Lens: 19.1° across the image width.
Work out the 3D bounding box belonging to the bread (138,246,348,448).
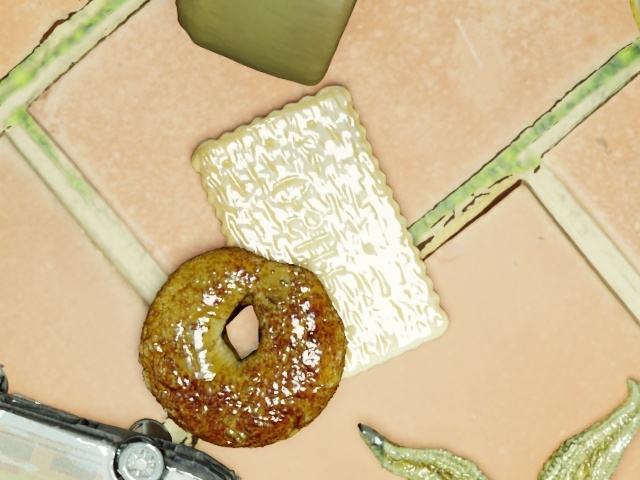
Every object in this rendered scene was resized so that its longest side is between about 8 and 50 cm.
[{"bbox_3d":[-0.071,0.097,1.678,0.193,0.064,0.193,2,98,15],"label":"bread"}]

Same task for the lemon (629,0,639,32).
[{"bbox_3d":[0.439,-0.245,1.567,0.364,0.364,0.364,0,92,-1],"label":"lemon"}]

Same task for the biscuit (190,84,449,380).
[{"bbox_3d":[0.000,0.000,1.710,0.160,0.030,0.249,-25,92,1],"label":"biscuit"}]

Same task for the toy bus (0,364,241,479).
[{"bbox_3d":[-0.247,0.203,1.679,0.342,0.097,0.138,20,94,-1],"label":"toy bus"}]

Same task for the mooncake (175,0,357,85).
[{"bbox_3d":[-0.020,-0.277,1.576,0.155,0.284,0.284,19,91,-3],"label":"mooncake"}]

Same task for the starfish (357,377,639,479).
[{"bbox_3d":[0.180,0.309,1.690,0.347,0.078,0.358,-3,80,-8],"label":"starfish"}]
